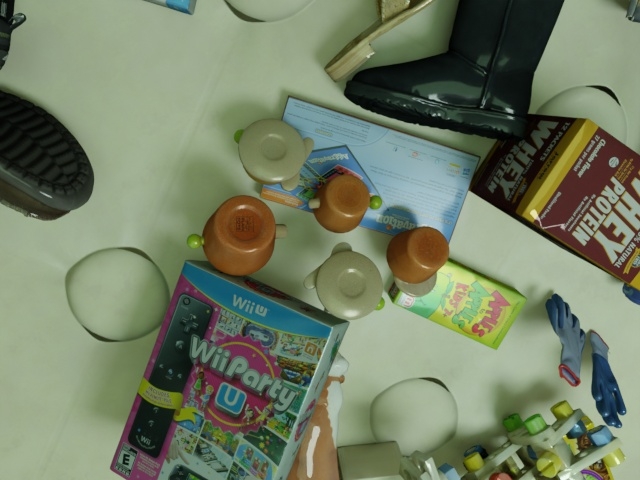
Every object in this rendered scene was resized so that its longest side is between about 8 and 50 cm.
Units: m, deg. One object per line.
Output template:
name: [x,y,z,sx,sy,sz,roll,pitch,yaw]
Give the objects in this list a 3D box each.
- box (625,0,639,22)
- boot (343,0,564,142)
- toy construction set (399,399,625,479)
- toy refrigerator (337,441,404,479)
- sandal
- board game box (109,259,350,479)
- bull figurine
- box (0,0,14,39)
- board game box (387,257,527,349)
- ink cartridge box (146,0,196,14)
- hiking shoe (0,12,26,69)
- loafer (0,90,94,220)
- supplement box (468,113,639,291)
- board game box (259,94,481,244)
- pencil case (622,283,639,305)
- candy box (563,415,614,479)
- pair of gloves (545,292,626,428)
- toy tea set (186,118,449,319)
box: [0.589,-0.372,0.607,0.394,0.097,0.318,20,125,22]
boot: [0.170,-0.252,0.735,0.246,0.094,0.207,13,92,7]
toy construction set: [0.253,0.350,0.830,0.327,0.215,0.151,-9,70,-22]
toy refrigerator: [0.088,0.471,0.915,0.102,0.094,0.270,-4,105,-4]
sandal: [0.085,-0.308,0.712,0.240,0.088,0.079,-40,111,11]
board game box: [-0.123,0.206,0.760,0.224,0.097,0.304,22,92,17]
bull figurine: [-0.044,0.294,0.833,0.188,0.101,0.311,-5,86,16]
box: [-0.468,-0.379,0.658,0.216,0.060,0.270,13,104,-9]
board game box: [0.203,0.083,0.848,0.181,0.043,0.092,25,101,-11]
ink cartridge box: [-0.209,-0.340,0.696,0.122,0.052,0.089,14,103,-7]
hiking shoe: [-0.450,-0.265,0.628,0.226,0.086,0.114,28,89,-18]
loafer: [-0.454,-0.127,0.707,0.365,0.134,0.130,31,124,-2]
supplement box: [0.331,-0.060,0.744,0.191,0.194,0.129,30,100,-12]
board game box: [0.069,-0.090,0.799,0.281,0.027,0.145,16,101,-9]
pencil case: [0.529,-0.041,0.803,0.133,0.119,0.306,12,106,22]
candy box: [0.437,0.402,0.962,0.105,0.027,0.206,-24,105,5]
pair of gloves: [0.392,0.178,0.843,0.023,0.159,0.198,-30,114,37]
toy tea set: [0.000,0.000,0.758,0.336,0.124,0.200,31,71,-5]
